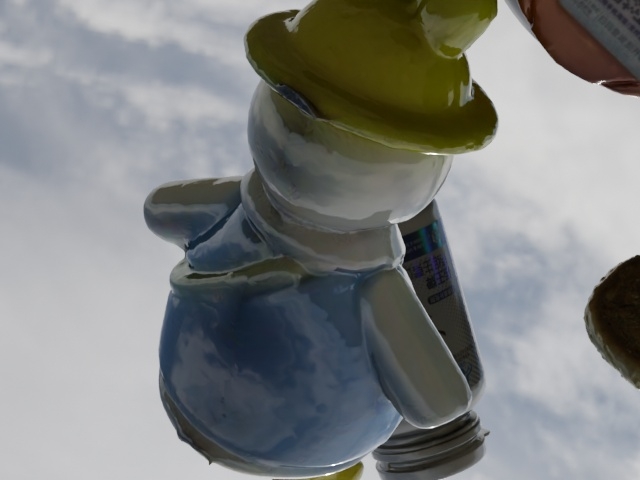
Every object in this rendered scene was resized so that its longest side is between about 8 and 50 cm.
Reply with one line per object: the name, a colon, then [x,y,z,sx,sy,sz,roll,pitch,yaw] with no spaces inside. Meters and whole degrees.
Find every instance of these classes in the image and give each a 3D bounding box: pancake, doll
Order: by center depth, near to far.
doll: [0.001,0.000,0.584,0.098,0.241,0.135,3,-144,-24]
pancake: [0.277,0.059,1.198,0.158,0.028,0.158,-5,-139,5]

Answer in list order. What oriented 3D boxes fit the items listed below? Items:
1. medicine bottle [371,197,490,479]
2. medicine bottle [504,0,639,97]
medicine bottle: [0.054,0.069,1.117,0.107,0.192,0.107,-16,-172,2]
medicine bottle: [0.151,-0.155,0.640,0.157,0.157,0.289,19,-148,8]
